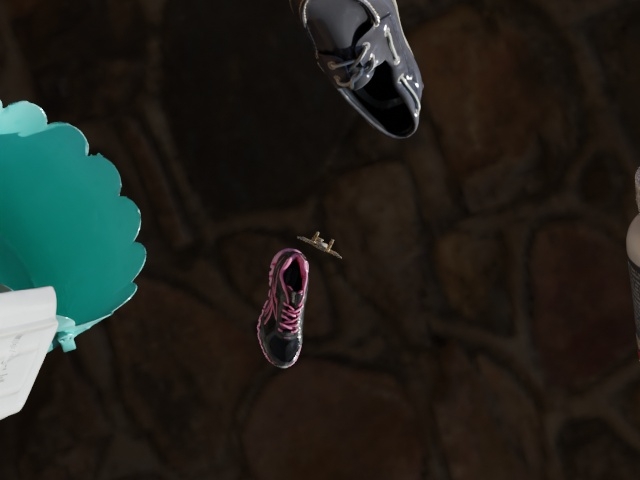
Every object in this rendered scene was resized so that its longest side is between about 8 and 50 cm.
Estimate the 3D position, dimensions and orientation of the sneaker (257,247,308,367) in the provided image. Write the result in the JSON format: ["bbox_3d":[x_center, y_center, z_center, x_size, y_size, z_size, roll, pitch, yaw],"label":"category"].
[{"bbox_3d":[-0.032,0.065,1.605,0.057,0.047,0.119,159,-64,-75],"label":"sneaker"}]

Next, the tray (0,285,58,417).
[{"bbox_3d":[-0.291,0.115,1.450,0.270,0.030,0.145,-7,120,-83],"label":"tray"}]

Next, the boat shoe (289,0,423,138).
[{"bbox_3d":[0.035,-0.147,1.289,0.206,0.075,0.065,48,27,-58],"label":"boat shoe"}]

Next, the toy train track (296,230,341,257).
[{"bbox_3d":[0.000,0.000,1.606,0.048,0.014,0.083,25,2,-5],"label":"toy train track"}]

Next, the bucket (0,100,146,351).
[{"bbox_3d":[-0.346,0.007,1.778,0.281,0.183,0.281,31,40,-31],"label":"bucket"}]

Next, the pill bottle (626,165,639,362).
[{"bbox_3d":[0.301,0.023,1.315,0.108,0.108,0.180,-71,152,-56],"label":"pill bottle"}]
